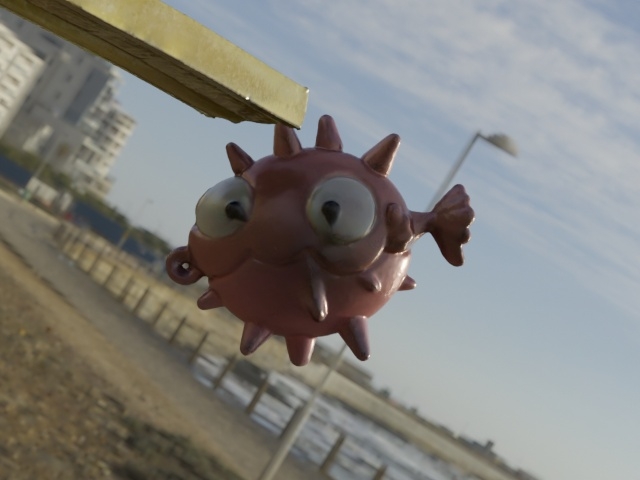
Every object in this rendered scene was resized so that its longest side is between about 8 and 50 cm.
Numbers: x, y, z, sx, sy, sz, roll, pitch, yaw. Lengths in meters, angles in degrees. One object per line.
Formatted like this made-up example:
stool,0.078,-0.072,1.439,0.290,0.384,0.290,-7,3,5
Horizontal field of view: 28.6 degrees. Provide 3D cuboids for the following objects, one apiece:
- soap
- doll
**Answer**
soap,-0.119,-0.140,0.910,0.092,0.037,0.252,9,-10,42
doll,0.000,0.000,1.057,0.262,0.211,0.093,-3,2,1
